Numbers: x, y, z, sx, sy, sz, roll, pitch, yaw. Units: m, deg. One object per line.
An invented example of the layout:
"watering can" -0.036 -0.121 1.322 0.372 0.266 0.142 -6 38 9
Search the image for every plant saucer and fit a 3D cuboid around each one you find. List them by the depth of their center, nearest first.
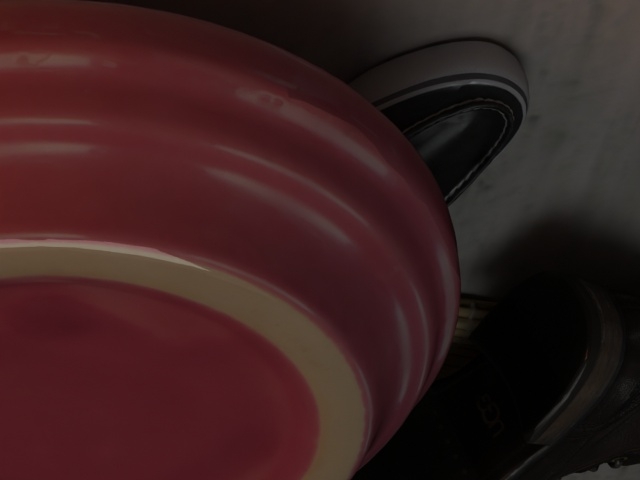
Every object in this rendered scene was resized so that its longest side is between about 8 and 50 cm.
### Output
"plant saucer" -0.107 0.047 0.781 0.332 0.084 0.332 -2 141 -2

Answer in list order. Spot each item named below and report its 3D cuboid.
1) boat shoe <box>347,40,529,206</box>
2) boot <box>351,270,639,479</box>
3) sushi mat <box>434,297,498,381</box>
"boat shoe" 0.000 0.000 0.860 0.228 0.076 0.080 -30 138 20
"boot" 0.151 0.106 1.031 0.229 0.091 0.263 7 142 -39
"sushi mat" -0.074 0.057 0.992 0.317 0.019 0.151 8 143 -22
